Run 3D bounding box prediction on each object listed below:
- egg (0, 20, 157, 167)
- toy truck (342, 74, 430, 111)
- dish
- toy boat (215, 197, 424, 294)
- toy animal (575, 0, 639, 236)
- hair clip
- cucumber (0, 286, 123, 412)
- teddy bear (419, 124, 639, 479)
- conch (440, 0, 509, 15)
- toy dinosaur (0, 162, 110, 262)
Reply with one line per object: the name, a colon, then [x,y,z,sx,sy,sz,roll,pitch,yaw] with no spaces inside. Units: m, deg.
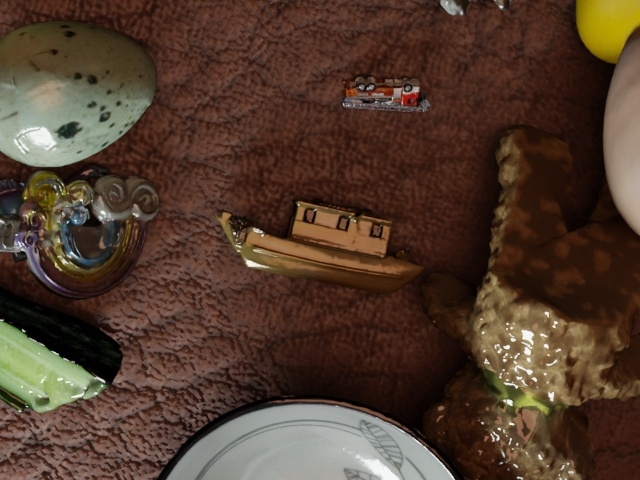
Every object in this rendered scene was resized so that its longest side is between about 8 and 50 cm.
egg: [-0.224,-0.131,1.317,0.164,0.131,0.131,-13,98,-10]
toy truck: [0.062,-0.138,1.398,0.083,0.024,0.032,0,119,-4]
dish: [-0.005,0.276,1.366,0.316,0.106,0.317,0,101,1]
toy boat: [0.000,0.000,1.392,0.200,0.057,0.077,11,90,-6]
toy animal: [0.386,-0.161,1.287,0.246,0.277,0.345,6,63,-21]
hair clip: [-0.224,-0.004,1.346,0.172,0.049,0.116,3,100,-33]
cucumber: [-0.276,0.089,1.363,0.193,0.115,0.086,26,50,-4]
teddy bear: [0.211,0.074,1.388,0.246,0.222,0.296,18,51,-2]
conch: [0.166,-0.336,1.319,0.240,0.186,0.313,35,72,-35]
toy dinosaur: [-0.283,-0.021,1.368,0.197,0.045,0.080,-21,94,-12]
